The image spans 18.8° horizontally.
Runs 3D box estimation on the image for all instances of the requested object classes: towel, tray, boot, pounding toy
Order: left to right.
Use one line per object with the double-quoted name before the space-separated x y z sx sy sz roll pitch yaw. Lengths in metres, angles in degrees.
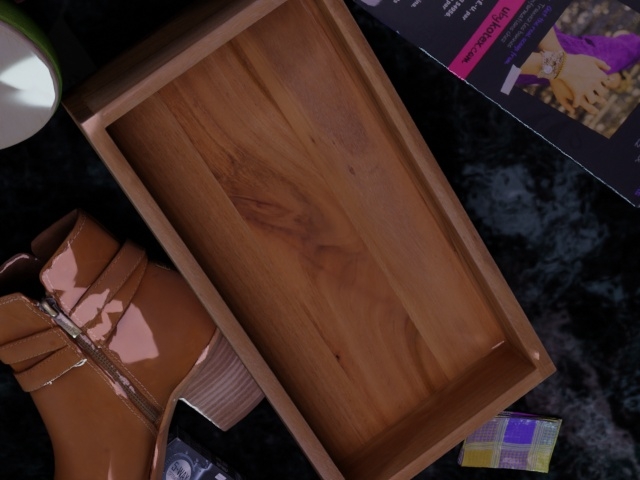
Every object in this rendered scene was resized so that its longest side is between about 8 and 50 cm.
"pounding toy" -0.280 -0.142 1.369 0.183 0.110 0.237 19 146 -25
"boot" -0.198 0.124 1.520 0.283 0.109 0.220 -42 119 16
"tray" 0.000 0.000 1.457 0.203 0.076 0.411 -36 120 -6
"towel" 0.160 0.172 1.648 0.083 0.009 0.060 6 120 -9

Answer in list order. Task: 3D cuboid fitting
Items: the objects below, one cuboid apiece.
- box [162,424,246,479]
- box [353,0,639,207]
"box" -0.114 0.202 1.633 0.067 0.018 0.083 -40 117 18
"box" 0.157 -0.176 1.337 0.270 0.165 0.143 34 113 -24
